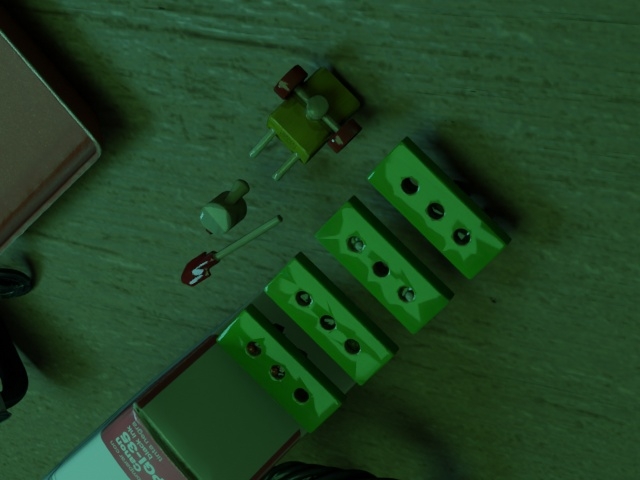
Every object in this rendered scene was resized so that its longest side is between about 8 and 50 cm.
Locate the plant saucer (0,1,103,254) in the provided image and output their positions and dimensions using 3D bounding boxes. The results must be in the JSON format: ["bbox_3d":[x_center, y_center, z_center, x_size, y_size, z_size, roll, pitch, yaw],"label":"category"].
[{"bbox_3d":[-0.320,-0.131,1.387,0.259,0.048,0.258,50,137,-4],"label":"plant saucer"}]

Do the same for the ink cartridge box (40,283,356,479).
[{"bbox_3d":[-0.126,0.181,1.355,0.117,0.207,0.283,49,137,-1],"label":"ink cartridge box"}]

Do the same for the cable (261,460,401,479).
[{"bbox_3d":[0.025,0.228,1.322,0.150,0.047,0.184,-13,150,43],"label":"cable"}]

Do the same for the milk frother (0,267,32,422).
[{"bbox_3d":[-0.333,0.109,1.509,0.143,0.129,0.135,-36,75,54],"label":"milk frother"}]

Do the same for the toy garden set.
[{"bbox_3d":[0.000,0.000,1.202,0.204,0.049,0.244,44,122,1],"label":"toy garden set"}]
